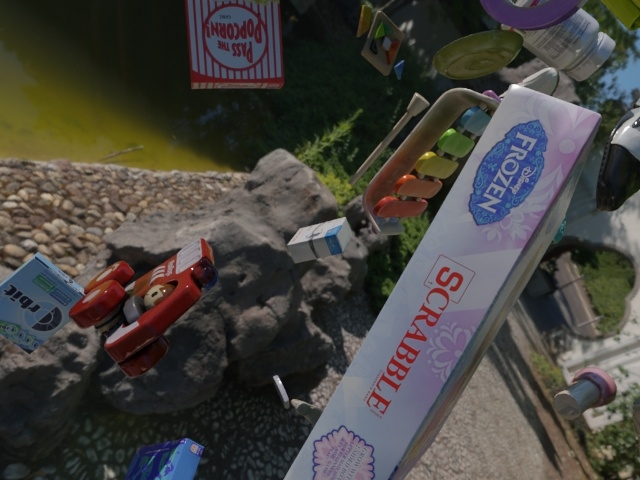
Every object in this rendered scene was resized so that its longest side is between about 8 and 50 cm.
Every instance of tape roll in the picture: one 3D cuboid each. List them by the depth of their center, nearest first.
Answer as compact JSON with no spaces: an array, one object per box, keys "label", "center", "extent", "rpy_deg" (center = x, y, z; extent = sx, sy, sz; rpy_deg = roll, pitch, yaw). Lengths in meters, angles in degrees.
[{"label":"tape roll","center":[0.518,-0.651,1.151],"extent":[0.090,0.275,0.274],"rpy_deg":[-25,85,-51]}]

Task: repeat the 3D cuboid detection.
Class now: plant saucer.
[{"label":"plant saucer","center":[0.429,-0.496,1.322],"extent":[0.241,0.241,0.037],"rpy_deg":[3,79,-65]}]

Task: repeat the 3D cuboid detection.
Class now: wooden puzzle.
[{"label":"wooden puzzle","center":[0.099,-0.307,0.755],"extent":[0.116,0.078,0.014],"rpy_deg":[16,3,-41]}]

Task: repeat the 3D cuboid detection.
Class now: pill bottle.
[{"label":"pill bottle","center":[0.680,-0.595,1.386],"extent":[0.283,0.160,0.160],"rpy_deg":[35,25,-5]}]

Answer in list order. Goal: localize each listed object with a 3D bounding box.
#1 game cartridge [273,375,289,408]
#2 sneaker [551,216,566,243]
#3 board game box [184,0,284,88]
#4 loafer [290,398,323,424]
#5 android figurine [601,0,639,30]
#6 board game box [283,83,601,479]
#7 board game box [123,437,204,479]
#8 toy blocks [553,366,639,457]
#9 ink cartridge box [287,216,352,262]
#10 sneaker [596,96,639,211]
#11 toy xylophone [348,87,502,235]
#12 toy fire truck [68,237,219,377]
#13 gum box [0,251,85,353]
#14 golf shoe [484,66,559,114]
[{"label":"game cartridge","center":[-0.108,0.415,1.329],"extent":[0.083,0.017,0.056],"rpy_deg":[57,-18,36]},{"label":"sneaker","center":[0.289,-0.062,0.711],"extent":[0.065,0.076,0.166],"rpy_deg":[-30,84,-35]},{"label":"board game box","center":[-0.137,-0.341,0.763],"extent":[0.045,0.147,0.193],"rpy_deg":[-156,-118,-74]},{"label":"loafer","center":[-0.034,0.462,1.313],"extent":[0.039,0.045,0.125],"rpy_deg":[20,-21,48]},{"label":"android figurine","center":[0.443,-0.404,0.632],"extent":[0.272,0.056,0.248],"rpy_deg":[62,-2,19]},{"label":"board game box","center":[0.132,0.072,0.457],"extent":[0.066,0.317,0.319],"rpy_deg":[30,3,24]},{"label":"board game box","center":[-0.302,0.464,0.842],"extent":[0.047,0.160,0.210],"rpy_deg":[45,38,-30]},{"label":"toy blocks","center":[0.570,0.337,0.728],"extent":[0.260,0.309,0.288],"rpy_deg":[-5,85,-41]},{"label":"ink cartridge box","center":[0.000,0.000,1.689],"extent":[0.082,0.191,0.139],"rpy_deg":[68,26,-21]},{"label":"sneaker","center":[0.596,-0.171,0.829],"extent":[0.146,0.330,0.122],"rpy_deg":[26,-20,41]},{"label":"toy xylophone","center":[0.180,-0.141,0.863],"extent":[0.081,0.322,0.236],"rpy_deg":[49,33,22]},{"label":"toy fire truck","center":[-0.320,0.106,0.956],"extent":[0.169,0.254,0.302],"rpy_deg":[56,-4,-20]},{"label":"gum box","center":[-0.642,0.142,1.082],"extent":[0.157,0.184,0.041],"rpy_deg":[50,0,-26]},{"label":"golf shoe","center":[0.443,-0.312,1.080],"extent":[0.086,0.186,0.067],"rpy_deg":[-13,71,-38]}]
